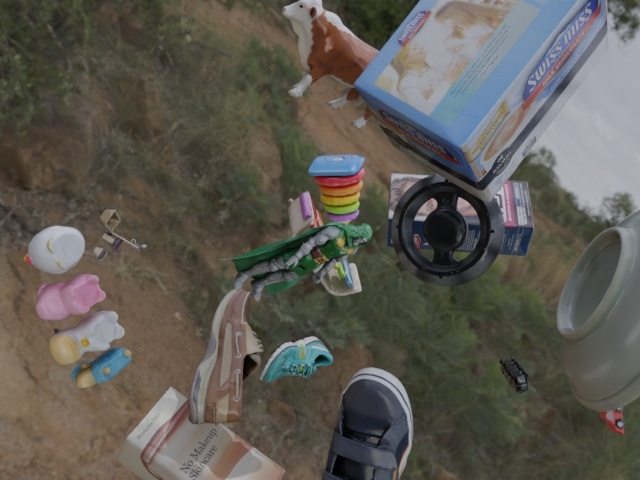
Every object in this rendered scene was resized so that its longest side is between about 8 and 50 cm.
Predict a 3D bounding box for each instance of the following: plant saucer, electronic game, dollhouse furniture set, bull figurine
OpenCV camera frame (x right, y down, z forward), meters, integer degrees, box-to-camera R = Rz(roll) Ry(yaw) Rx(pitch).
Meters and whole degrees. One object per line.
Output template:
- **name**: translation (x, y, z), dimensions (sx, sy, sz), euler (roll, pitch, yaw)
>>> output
- **plant saucer**: translation (0.507, 0.090, 1.090), dimensions (0.100, 0.400, 0.400), euler (25, 18, 3)
- **electronic game**: translation (0.252, -0.022, 1.266), dimensions (0.229, 0.229, 0.048), euler (53, 18, 17)
- **dollhouse furniture set**: translation (-0.382, 0.000, 1.194), dimensions (0.081, 0.091, 0.114), euler (31, -17, 1)
- **bull figurine**: translation (0.033, -0.372, 1.331), dimensions (0.310, 0.188, 0.101), euler (22, 27, -32)

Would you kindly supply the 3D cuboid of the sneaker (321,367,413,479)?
- **sneaker**: translation (0.068, 0.362, 0.991), dimensions (0.126, 0.321, 0.127), euler (12, 25, 19)

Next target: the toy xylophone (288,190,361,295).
- **toy xylophone**: translation (0.000, 0.000, 1.676), dimensions (0.323, 0.081, 0.236), euler (53, 16, -46)

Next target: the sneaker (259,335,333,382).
- **sneaker**: translation (-0.068, 0.367, 1.903), dimensions (0.110, 0.107, 0.275), euler (40, 34, 28)

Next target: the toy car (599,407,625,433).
- **toy car**: translation (0.729, 0.343, 1.613), dimensions (0.225, 0.053, 0.239), euler (-80, 162, -55)

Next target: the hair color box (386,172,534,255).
- **hair color box**: translation (0.343, -0.067, 1.583), dimensions (0.105, 0.347, 0.174), euler (87, 8, -46)

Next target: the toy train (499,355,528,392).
- **toy train**: translation (0.311, 0.215, 1.010), dimensions (0.158, 0.027, 0.036), euler (2, 78, -81)

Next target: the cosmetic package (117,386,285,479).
- **cosmetic package**: translation (-0.242, 0.458, 1.281), dimensions (0.296, 0.129, 0.153), euler (34, 46, 3)

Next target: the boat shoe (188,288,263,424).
- **boat shoe**: translation (-0.175, 0.236, 1.286), dimensions (0.116, 0.123, 0.324), euler (9, 46, 2)

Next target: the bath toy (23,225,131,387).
- **bath toy**: translation (-0.536, 0.138, 1.342), dimensions (0.151, 0.129, 0.348), euler (-34, 115, -47)

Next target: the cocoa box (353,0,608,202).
- **cocoa box**: translation (0.271, -0.288, 1.038), dimensions (0.231, 0.347, 0.228), euler (39, 1, 30)

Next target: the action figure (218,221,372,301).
- **action figure**: translation (-0.023, 0.026, 0.956), dimensions (0.137, 0.232, 0.063), euler (35, 38, -47)

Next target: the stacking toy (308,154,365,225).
- **stacking toy**: translation (0.066, -0.118, 2.024), dimensions (0.175, 0.165, 0.302), euler (-58, 146, -64)
